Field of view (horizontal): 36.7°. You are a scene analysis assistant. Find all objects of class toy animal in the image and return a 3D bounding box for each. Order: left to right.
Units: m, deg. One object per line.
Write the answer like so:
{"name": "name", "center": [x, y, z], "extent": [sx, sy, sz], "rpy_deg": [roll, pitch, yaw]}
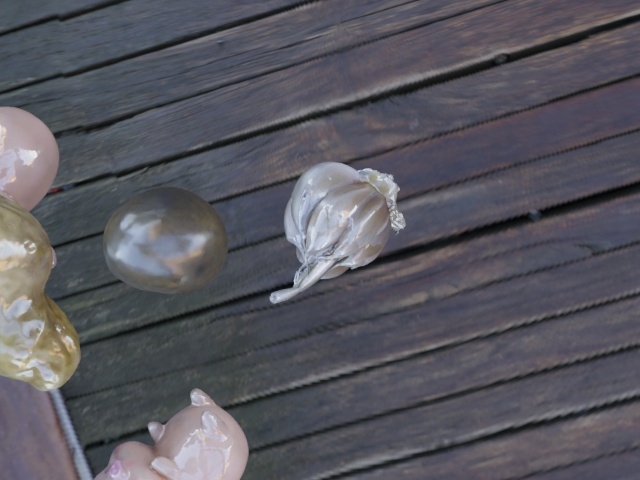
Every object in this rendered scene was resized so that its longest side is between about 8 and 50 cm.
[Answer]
{"name": "toy animal", "center": [-0.553, -0.066, 1.586], "extent": [0.237, 0.269, 0.326], "rpy_deg": [38, 83, -32]}
{"name": "toy animal", "center": [-0.214, 0.331, 1.336], "extent": [0.250, 0.166, 0.154], "rpy_deg": [-34, 112, -4]}

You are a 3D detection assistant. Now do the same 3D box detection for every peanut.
{"name": "peanut", "center": [-0.345, 0.050, 1.026], "extent": [0.137, 0.122, 0.253], "rpy_deg": [-14, 108, 6]}

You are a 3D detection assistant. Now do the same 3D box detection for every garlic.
{"name": "garlic", "center": [0.000, 0.000, 1.107], "extent": [0.127, 0.131, 0.194], "rpy_deg": [30, 69, 20]}

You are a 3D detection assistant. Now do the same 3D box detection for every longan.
{"name": "longan", "center": [-0.227, 0.003, 1.419], "extent": [0.187, 0.167, 0.167], "rpy_deg": [-16, 106, -38]}
